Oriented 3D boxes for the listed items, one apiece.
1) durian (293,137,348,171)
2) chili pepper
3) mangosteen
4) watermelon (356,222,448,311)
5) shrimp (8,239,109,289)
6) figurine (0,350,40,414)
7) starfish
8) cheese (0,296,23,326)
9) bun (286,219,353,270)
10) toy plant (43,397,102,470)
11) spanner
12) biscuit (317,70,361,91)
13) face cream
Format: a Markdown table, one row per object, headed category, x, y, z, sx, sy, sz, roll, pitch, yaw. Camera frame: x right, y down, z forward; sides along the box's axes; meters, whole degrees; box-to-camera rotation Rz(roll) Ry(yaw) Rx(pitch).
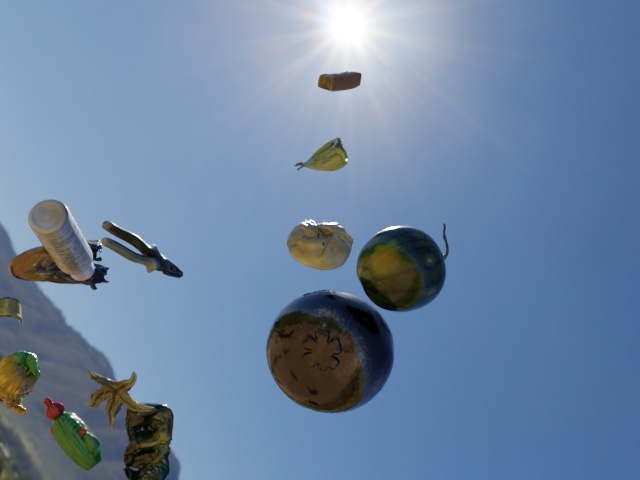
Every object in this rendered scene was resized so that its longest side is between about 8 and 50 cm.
| category | x | y | z | sx | sy | sz | roll | pitch | yaw |
| --- | --- | --- | --- | --- | --- | --- | --- | --- | --- |
| durian | 0.011 | -0.240 | 1.868 | 0.215 | 0.100 | 0.086 | -21 | -101 | 55 |
| chili pepper | -0.516 | 0.620 | 1.976 | 0.116 | 0.148 | 0.265 | 129 | -41 | -66 |
| mangosteen | 0.025 | 0.271 | 1.630 | 0.330 | 0.330 | 0.330 | 36 | -37 | 34 |
| watermelon | 0.206 | 0.067 | 1.539 | 0.127 | 0.232 | 0.204 | 180 | -95 | -81 |
| shrimp | -0.620 | 0.047 | 1.639 | 0.178 | 0.289 | 0.075 | -35 | -121 | 29 |
| figurine | -0.605 | 0.286 | 1.330 | 0.156 | 0.095 | 0.115 | -35 | -88 | 27 |
| starfish | -0.493 | 0.387 | 1.623 | 0.175 | 0.053 | 0.208 | 27 | -51 | -1 |
| cheese | -0.825 | 0.192 | 1.774 | 0.084 | 0.041 | 0.060 | 47 | 17 | -41 |
| bun | 0.000 | 0.000 | 2.117 | 0.237 | 0.209 | 0.116 | 49 | -42 | 46 |
| toy plant | -0.748 | 0.585 | 1.974 | 0.240 | 0.088 | 0.155 | 33 | -53 | 15 |
| spanner | -0.540 | 0.042 | 2.021 | 0.325 | 0.040 | 0.096 | 38 | 34 | -45 |
| biscuit | 0.058 | -0.479 | 1.969 | 0.056 | 0.188 | 0.052 | 22 | -64 | 25 |
| face cream | -0.544 | 0.011 | 1.413 | 0.082 | 0.082 | 0.269 | 48 | -21 | 18 |
